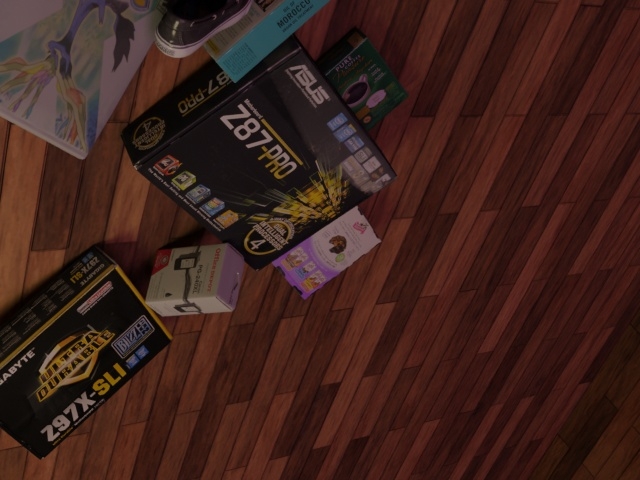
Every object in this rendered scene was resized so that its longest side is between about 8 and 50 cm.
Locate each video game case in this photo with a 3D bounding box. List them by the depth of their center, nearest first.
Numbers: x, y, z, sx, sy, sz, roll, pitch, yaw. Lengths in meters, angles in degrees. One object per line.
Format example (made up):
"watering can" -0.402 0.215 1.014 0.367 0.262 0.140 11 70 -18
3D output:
"video game case" -0.311 -0.278 1.171 0.300 0.036 0.329 -60 158 -2

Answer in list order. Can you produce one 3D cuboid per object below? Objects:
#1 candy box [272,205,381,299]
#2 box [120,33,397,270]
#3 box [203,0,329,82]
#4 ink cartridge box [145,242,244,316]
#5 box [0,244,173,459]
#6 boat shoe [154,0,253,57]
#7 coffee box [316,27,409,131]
"candy box" 0.000 0.000 1.861 0.196 0.070 0.165 -37 142 0
"box" -0.088 -0.141 1.607 0.318 0.097 0.395 -35 142 7
"box" -0.070 -0.354 1.425 0.244 0.100 0.060 -40 143 4
"ink cartridge box" -0.218 0.068 1.675 0.150 0.109 0.063 -7 148 26
"box" -0.439 0.199 1.667 0.322 0.079 0.257 -43 145 -15
"boat shoe" -0.150 -0.338 1.320 0.228 0.080 0.076 -50 175 -41
"coffee box" 0.068 -0.272 1.661 0.113 0.040 0.184 -41 142 7
